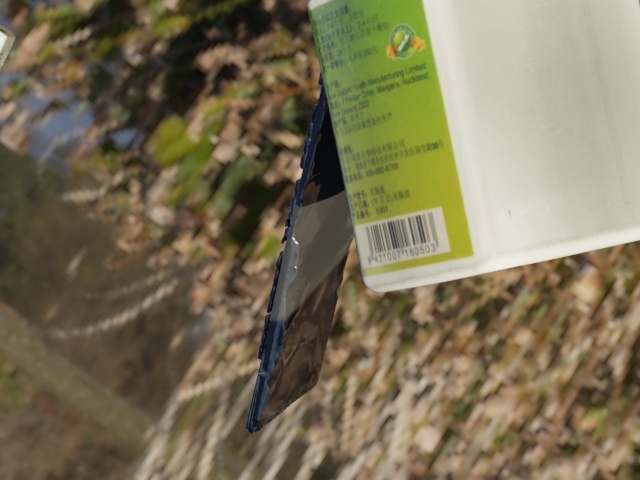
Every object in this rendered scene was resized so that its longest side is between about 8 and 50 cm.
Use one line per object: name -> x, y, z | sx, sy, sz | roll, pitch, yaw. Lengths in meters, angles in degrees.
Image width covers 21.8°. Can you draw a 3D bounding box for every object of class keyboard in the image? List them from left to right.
keyboard -> -0.002, -0.001, 0.817 | 0.015, 0.196, 0.074 | 22, -153, 18

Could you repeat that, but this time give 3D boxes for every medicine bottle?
medicine bottle -> 0.069, -0.082, 0.696 | 0.132, 0.188, 0.088 | -10, 178, -39

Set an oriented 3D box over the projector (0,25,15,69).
projector -> -0.254, -0.093, 0.887 | 0.147, 0.115, 0.061 | 25, -177, -7
